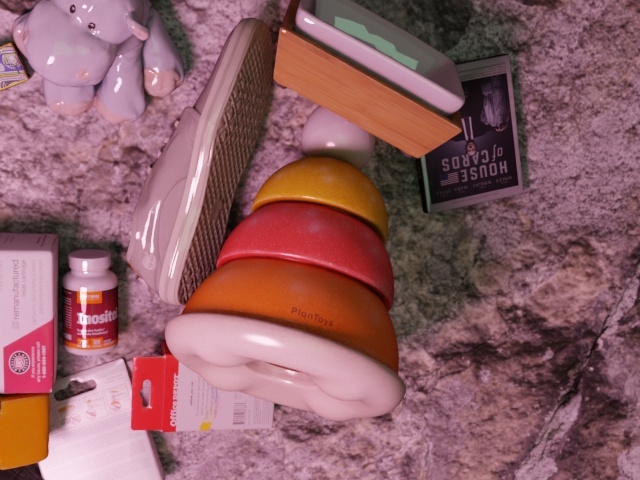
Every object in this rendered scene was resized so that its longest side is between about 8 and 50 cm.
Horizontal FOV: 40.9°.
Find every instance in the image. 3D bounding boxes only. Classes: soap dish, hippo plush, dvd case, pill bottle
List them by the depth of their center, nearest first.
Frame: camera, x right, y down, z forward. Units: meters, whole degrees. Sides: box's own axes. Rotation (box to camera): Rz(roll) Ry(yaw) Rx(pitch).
[{"bbox_3d":[-0.281,-0.284,1.179,0.294,0.236,0.234,-46,108,1],"label":"hippo plush"},{"bbox_3d":[0.068,-0.253,1.270,0.290,0.229,0.118,28,117,-11],"label":"soap dish"},{"bbox_3d":[-0.357,0.094,1.329,0.086,0.086,0.152,-1,103,-13],"label":"pill bottle"},{"bbox_3d":[0.243,-0.177,1.436,0.179,0.029,0.239,-13,105,-9],"label":"dvd case"}]

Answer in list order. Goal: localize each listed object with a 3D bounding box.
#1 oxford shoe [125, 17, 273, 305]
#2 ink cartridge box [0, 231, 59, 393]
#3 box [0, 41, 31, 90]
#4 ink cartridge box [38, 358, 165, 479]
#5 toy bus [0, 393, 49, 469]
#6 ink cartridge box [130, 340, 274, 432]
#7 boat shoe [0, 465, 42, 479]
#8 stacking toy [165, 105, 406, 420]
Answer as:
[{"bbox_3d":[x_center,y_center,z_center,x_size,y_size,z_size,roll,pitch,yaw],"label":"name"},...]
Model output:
[{"bbox_3d":[-0.187,-0.125,1.294,0.130,0.169,0.450,22,97,19],"label":"oxford shoe"},{"bbox_3d":[-0.546,0.106,1.266,0.306,0.131,0.226,0,103,-14],"label":"ink cartridge box"},{"bbox_3d":[-0.510,-0.228,1.235,0.168,0.054,0.059,-23,107,-6],"label":"box"},{"bbox_3d":[-0.374,0.326,1.410,0.180,0.056,0.225,-18,88,-8],"label":"ink cartridge box"},{"bbox_3d":[-0.564,0.277,1.230,0.332,0.130,0.108,-1,97,-32],"label":"toy bus"},{"bbox_3d":[-0.193,0.236,1.404,0.230,0.078,0.134,2,102,-14],"label":"ink cartridge box"},{"bbox_3d":[-0.559,0.386,1.330,0.320,0.118,0.103,26,110,-6],"label":"boat shoe"},{"bbox_3d":[0.000,0.000,1.283,0.350,0.350,0.480,23,68,-17],"label":"stacking toy"}]
